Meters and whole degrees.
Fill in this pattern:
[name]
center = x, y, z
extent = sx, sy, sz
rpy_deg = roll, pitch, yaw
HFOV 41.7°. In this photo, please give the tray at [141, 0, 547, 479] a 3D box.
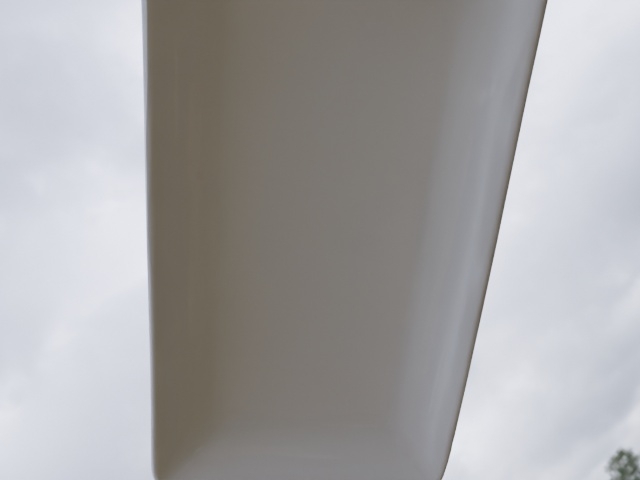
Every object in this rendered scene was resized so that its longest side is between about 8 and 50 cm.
[tray]
center = 0.000, 0.000, 0.359
extent = 0.145, 0.030, 0.270
rpy_deg = 2, -61, -7
